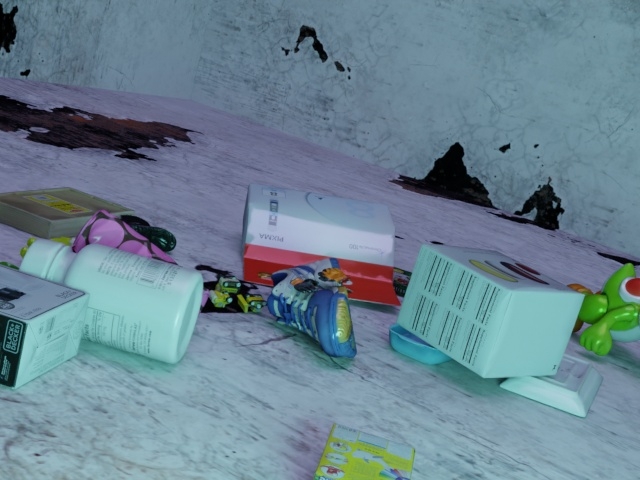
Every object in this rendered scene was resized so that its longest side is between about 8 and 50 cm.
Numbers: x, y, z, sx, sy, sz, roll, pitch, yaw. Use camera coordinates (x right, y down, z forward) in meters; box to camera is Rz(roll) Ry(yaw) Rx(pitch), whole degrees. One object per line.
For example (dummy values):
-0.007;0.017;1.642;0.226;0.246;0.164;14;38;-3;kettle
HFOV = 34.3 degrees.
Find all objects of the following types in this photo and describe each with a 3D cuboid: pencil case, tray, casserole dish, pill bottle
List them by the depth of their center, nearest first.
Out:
-0.284;0.075;1.400;0.229;0.131;0.131;15;12;3;pill bottle
-0.266;0.052;1.507;0.209;0.095;0.098;35;28;0;pencil case
0.186;0.171;1.750;0.114;0.037;0.188;22;15;29;casserole dish
0.399;0.229;1.759;0.145;0.030;0.270;20;13;18;tray

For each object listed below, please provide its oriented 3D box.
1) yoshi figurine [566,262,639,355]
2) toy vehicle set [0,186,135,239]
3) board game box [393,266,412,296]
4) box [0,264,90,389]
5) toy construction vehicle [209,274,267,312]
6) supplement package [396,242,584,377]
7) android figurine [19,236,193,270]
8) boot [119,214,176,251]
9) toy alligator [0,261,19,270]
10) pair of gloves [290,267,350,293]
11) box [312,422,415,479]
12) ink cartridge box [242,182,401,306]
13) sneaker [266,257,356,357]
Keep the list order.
0.621;0.187;2.005;0.203;0.203;0.362;52;-17;-18;yoshi figurine
-0.495;-0.055;1.967;0.166;0.035;0.267;19;13;21;toy vehicle set
0.118;0.070;2.150;0.260;0.030;0.136;18;10;13;board game box
-0.457;0.079;1.285;0.290;0.087;0.169;17;12;9;box
-0.151;0.094;1.725;0.098;0.035;0.086;3;28;-35;toy construction vehicle
0.276;0.112;1.691;0.194;0.149;0.203;5;18;-42;supplement package
-0.340;0.046;1.659;0.273;0.056;0.248;15;12;-7;android figurine
-0.334;-0.016;1.972;0.121;0.045;0.099;12;9;-11;boot
-0.373;0.079;1.491;0.190;0.056;0.051;22;-31;-8;toy alligator
-0.002;0.062;1.626;0.083;0.010;0.074;-20;20;-20;pair of gloves
0.048;0.265;1.152;0.105;0.043;0.179;16;10;6;box
0.000;0.000;2.074;0.308;0.091;0.385;10;19;-7;ink cartridge box
-0.018;0.118;1.662;0.131;0.111;0.296;-8;15;-3;sneaker
